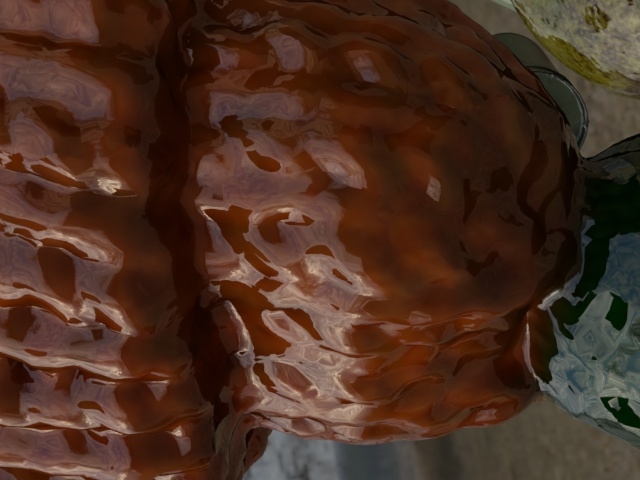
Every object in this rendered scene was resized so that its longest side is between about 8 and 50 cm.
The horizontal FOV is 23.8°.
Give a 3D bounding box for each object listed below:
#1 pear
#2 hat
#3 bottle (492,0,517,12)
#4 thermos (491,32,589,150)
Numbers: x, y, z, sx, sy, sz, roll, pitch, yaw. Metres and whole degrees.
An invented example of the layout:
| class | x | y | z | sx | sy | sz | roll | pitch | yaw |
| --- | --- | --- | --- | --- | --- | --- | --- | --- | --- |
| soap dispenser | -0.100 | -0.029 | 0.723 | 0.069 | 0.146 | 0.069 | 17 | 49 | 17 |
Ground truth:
| class | x | y | z | sx | sy | sz | roll | pitch | yaw |
| --- | --- | --- | --- | --- | --- | --- | --- | --- | --- |
| pear | 0.209 | -0.187 | 0.958 | 0.197 | 0.197 | 0.197 | 170 | 90 | -89 |
| hat | 0.000 | 0.000 | 0.600 | 0.285 | 0.400 | 0.285 | 9 | -90 | -69 |
| bottle | 0.177 | -0.273 | 1.507 | 0.072 | 0.201 | 0.072 | -157 | 90 | -82 |
| thermos | 0.136 | -0.104 | 1.097 | 0.187 | 0.083 | 0.073 | -91 | -13 | -72 |
